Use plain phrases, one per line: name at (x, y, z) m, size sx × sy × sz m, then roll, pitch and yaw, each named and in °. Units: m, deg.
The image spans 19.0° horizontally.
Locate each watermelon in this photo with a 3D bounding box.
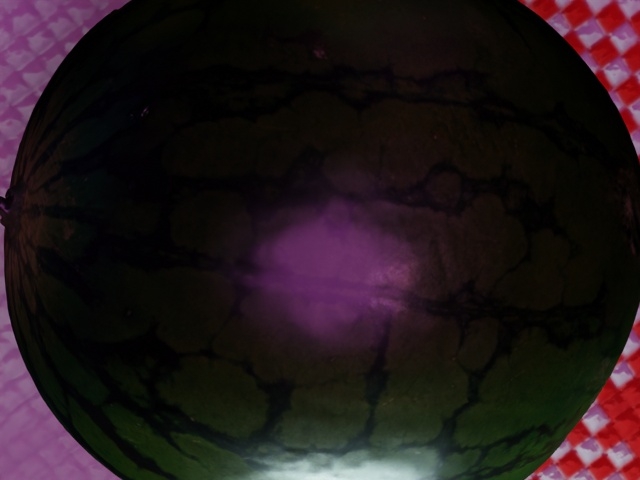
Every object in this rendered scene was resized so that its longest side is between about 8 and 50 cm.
watermelon at (0.000, 0.000, 1.061) m, size 0.363 × 0.363 × 0.363 m, roll -2°, pitch 104°, yaw -7°
